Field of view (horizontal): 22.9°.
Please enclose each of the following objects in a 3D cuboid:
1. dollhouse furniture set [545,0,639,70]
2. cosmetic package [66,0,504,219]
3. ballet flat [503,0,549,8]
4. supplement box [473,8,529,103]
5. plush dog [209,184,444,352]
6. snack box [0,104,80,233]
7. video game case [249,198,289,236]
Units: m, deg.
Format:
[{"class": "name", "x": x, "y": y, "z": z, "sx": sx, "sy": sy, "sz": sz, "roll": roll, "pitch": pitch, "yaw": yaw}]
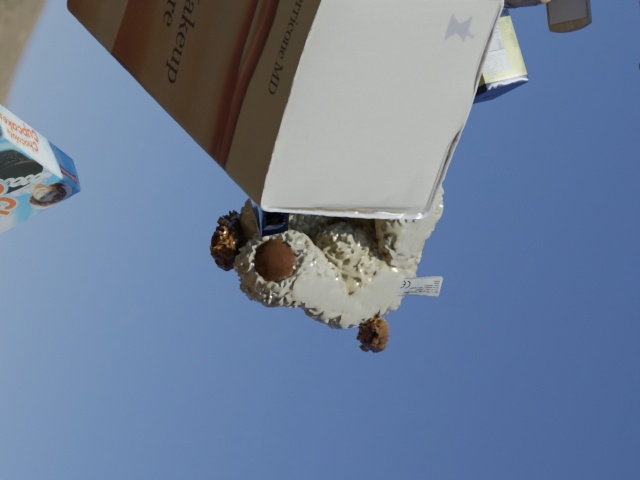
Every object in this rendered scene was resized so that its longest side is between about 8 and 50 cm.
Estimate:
[{"class": "dollhouse furniture set", "x": 0.327, "y": -0.304, "z": 1.709, "sx": 0.286, "sy": 0.303, "sz": 0.198, "roll": -9, "pitch": -100, "yaw": 25}, {"class": "cosmetic package", "x": -0.036, "y": -0.148, "z": 0.993, "sx": 0.296, "sy": 0.129, "sz": 0.153, "roll": 43, "pitch": -57, "yaw": 46}, {"class": "ballet flat", "x": 0.191, "y": -0.302, "z": 1.437, "sx": 0.206, "sy": 0.067, "sz": 0.073, "roll": 82, "pitch": 27, "yaw": -44}, {"class": "supplement box", "x": 0.171, "y": -0.196, "z": 1.705, "sx": 0.083, "sy": 0.056, "sz": 0.083, "roll": -22, "pitch": -97, "yaw": 64}, {"class": "plush dog", "x": 0.000, "y": 0.000, "z": 1.840, "sx": 0.262, "sy": 0.210, "sz": 0.225, "roll": -31, "pitch": -133, "yaw": -15}, {"class": "snack box", "x": -0.481, "y": -0.047, "z": 1.945, "sx": 0.322, "sy": 0.187, "sz": 0.060, "roll": -27, "pitch": -121, "yaw": 14}, {"class": "video game case", "x": -0.073, "y": -0.152, "z": 1.410, "sx": 0.248, "sy": 0.035, "sz": 0.275, "roll": 105, "pitch": -30, "yaw": -83}]
